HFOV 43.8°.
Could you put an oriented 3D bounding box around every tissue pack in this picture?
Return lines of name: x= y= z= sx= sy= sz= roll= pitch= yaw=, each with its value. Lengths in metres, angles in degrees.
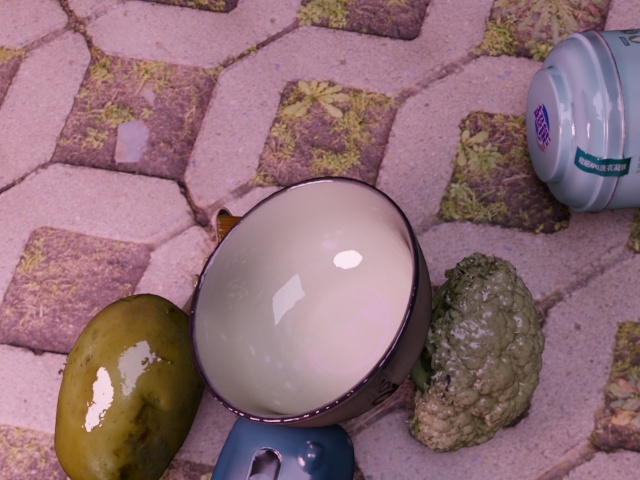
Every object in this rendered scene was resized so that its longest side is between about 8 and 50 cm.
tissue pack: x=-0.064 y=0.383 z=1.117 sx=0.198 sy=0.206 sz=0.288 roll=13 pitch=73 yaw=13

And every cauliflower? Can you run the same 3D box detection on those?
cauliflower: x=0.200 y=0.155 z=1.191 sx=0.250 sy=0.272 sz=0.275 roll=21 pitch=56 yaw=39

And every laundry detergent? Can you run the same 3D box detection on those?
laundry detergent: x=0.496 y=-0.190 z=1.246 sx=0.305 sy=0.287 sz=0.287 roll=-4 pitch=73 yaw=-1

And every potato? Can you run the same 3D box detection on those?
potato: x=-0.278 y=0.227 z=1.172 sx=0.215 sy=0.216 sz=0.305 roll=11 pitch=92 yaw=4

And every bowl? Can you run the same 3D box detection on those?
bowl: x=0.009 y=0.107 z=1.121 sx=0.353 sy=0.185 sz=0.354 roll=-15 pitch=56 yaw=24

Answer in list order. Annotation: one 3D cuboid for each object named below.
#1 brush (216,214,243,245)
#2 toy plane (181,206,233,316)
brush: x=0.000 y=0.000 z=1.284 sx=0.336 sy=0.020 sz=0.086 roll=2 pitch=64 yaw=-17
toy plane: x=-0.129 y=0.064 z=1.280 sx=0.228 sy=0.092 sz=0.244 roll=-15 pitch=73 yaw=-1
